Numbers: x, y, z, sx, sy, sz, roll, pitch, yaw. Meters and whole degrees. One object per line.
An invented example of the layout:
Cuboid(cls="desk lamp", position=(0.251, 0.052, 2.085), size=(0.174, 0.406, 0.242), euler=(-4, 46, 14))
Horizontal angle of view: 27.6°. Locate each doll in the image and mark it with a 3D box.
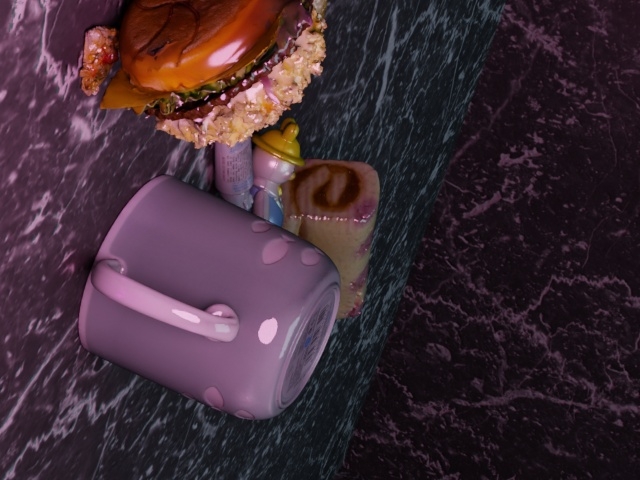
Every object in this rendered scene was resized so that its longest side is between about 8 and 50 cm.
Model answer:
Cuboid(cls="doll", position=(-0.088, -0.075, 2.003), size=(0.241, 0.098, 0.135), euler=(-68, 162, 13))

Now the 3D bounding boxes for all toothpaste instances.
Cuboid(cls="toothpaste", position=(-0.124, -0.139, 1.858), size=(0.089, 0.057, 0.234), euler=(-56, 157, -44))

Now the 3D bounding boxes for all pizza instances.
Cuboid(cls="pizza", position=(-0.230, -0.196, 1.378), size=(0.083, 0.025, 0.078), euler=(-63, 169, -12))

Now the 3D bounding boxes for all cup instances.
Cuboid(cls="cup", position=(-0.143, 0.082, 1.661), size=(0.356, 0.274, 0.259), euler=(7, 106, -77))

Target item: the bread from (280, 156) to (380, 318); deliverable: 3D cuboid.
Cuboid(cls="bread", position=(0.000, 0.000, 2.293), size=(0.338, 0.187, 0.155), euler=(94, -1, -56))

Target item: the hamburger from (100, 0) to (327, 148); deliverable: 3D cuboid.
Cuboid(cls="hamburger", position=(-0.104, -0.206, 1.373), size=(0.139, 0.243, 0.262), euler=(52, 37, -42))

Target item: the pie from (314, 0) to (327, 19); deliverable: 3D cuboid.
Cuboid(cls="pie", position=(-0.035, -0.345, 1.541), size=(0.277, 0.078, 0.277), euler=(-178, -90, -82))
